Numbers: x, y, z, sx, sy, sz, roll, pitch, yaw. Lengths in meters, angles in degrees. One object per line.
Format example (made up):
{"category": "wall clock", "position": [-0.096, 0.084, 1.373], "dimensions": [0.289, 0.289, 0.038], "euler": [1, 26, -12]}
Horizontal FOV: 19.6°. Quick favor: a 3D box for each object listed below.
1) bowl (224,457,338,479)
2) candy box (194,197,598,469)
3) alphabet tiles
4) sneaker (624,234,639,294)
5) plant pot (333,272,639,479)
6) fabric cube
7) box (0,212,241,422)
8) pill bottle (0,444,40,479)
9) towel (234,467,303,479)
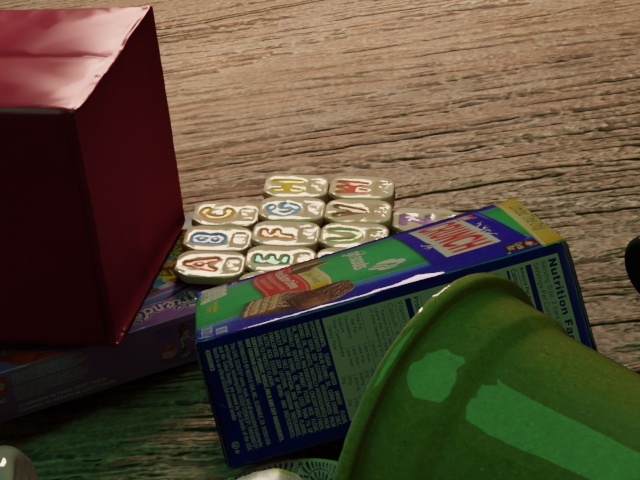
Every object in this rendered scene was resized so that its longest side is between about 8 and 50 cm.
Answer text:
{"category": "bowl", "position": [-0.027, 0.252, 1.439], "dimensions": [0.170, 0.080, 0.170], "euler": [-12, 28, 6]}
{"category": "candy box", "position": [0.056, 0.073, 1.605], "dimensions": [0.317, 0.122, 0.268], "euler": [-15, 8, -2]}
{"category": "alphabet tiles", "position": [0.000, 0.000, 1.870], "dimensions": [0.278, 0.021, 0.284], "euler": [2, 27, 5]}
{"category": "sneaker", "position": [0.415, 0.019, 1.624], "dimensions": [0.270, 0.090, 0.145], "euler": [12, 37, 36]}
{"category": "plant pot", "position": [0.184, 0.191, 1.286], "dimensions": [0.254, 0.276, 0.276], "euler": [20, 43, 32]}
{"category": "fabric cube", "position": [-0.301, -0.065, 1.794], "dimensions": [0.258, 0.254, 0.259], "euler": [2, 29, 13]}
{"category": "box", "position": [-0.225, 0.073, 1.847], "dimensions": [0.293, 0.057, 0.201], "euler": [-17, 30, -17]}
{"category": "pill bottle", "position": [-0.364, 0.279, 1.472], "dimensions": [0.301, 0.169, 0.169], "euler": [-16, 28, 1]}
{"category": "towel", "position": [-0.166, 0.326, 1.201], "dimensions": [0.374, 0.090, 0.320], "euler": [-37, 17, 16]}
